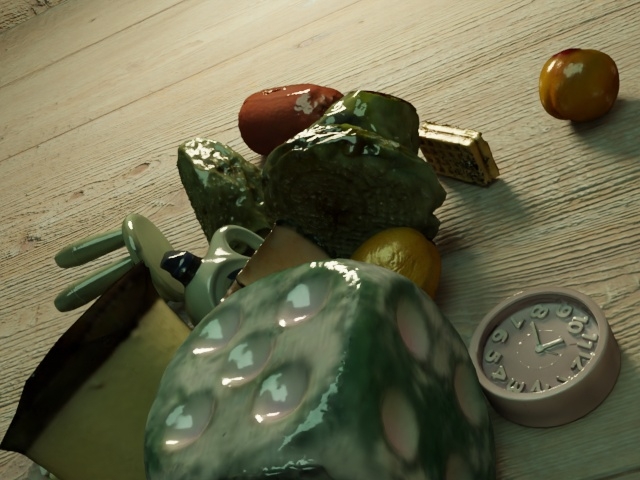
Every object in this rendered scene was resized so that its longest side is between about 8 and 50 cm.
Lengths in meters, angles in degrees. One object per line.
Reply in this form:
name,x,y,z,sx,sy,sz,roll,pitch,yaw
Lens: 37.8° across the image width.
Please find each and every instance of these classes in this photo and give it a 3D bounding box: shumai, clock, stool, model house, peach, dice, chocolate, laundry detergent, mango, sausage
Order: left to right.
stool,-0.386,0.074,1.802,0.199,0.195,0.195,-30,37,8
chocolate,-0.267,0.250,1.417,0.326,0.297,0.314,-60,-3,39
laundry detergent,-0.126,0.081,1.525,0.105,0.281,0.214,-41,22,50
shumai,-0.148,-0.097,1.810,0.222,0.225,0.260,-28,75,-10
model house,-0.048,0.103,1.387,0.172,0.183,0.166,-57,-1,44
sausage,-0.057,-0.249,1.957,0.280,0.152,0.152,4,51,43
dice,0.005,0.253,1.169,0.330,0.328,0.348,-23,34,29
shumai,0.072,-0.120,1.625,0.304,0.309,0.263,117,177,-47
mango,0.090,0.095,1.483,0.157,0.109,0.262,39,89,21
clock,0.309,0.158,1.295,0.197,0.068,0.196,-20,39,17
peach,0.445,-0.269,1.626,0.138,0.138,0.138,-20,39,17

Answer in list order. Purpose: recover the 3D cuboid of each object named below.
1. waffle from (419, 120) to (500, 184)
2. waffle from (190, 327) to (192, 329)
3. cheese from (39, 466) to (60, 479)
waffle,0.242,-0.155,1.665,0.042,0.102,0.148,-43,37,-20
waffle,-0.334,0.234,1.698,0.229,0.057,0.219,-17,39,22
cheese,-0.430,0.322,1.621,0.235,0.050,0.127,-52,42,16
